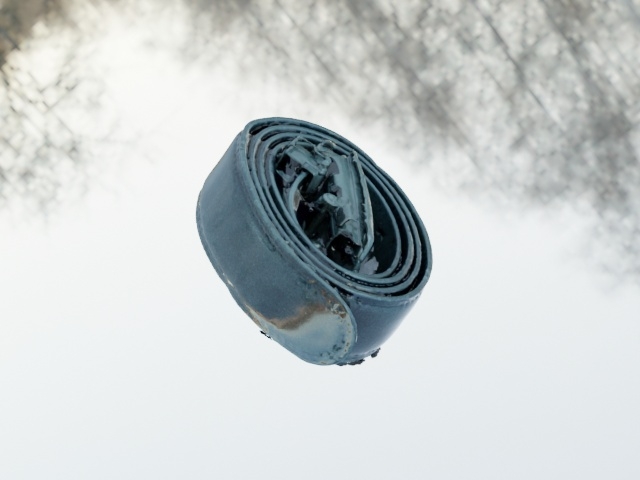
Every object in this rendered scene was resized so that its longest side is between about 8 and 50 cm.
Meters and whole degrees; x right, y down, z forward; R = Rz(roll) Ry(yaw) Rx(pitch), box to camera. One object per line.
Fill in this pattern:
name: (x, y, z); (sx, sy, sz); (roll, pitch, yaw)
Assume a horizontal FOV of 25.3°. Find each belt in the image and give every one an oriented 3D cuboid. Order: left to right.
belt: (0.000, 0.000, 1.285); (0.116, 0.206, 0.267); (-53, -144, 31)
